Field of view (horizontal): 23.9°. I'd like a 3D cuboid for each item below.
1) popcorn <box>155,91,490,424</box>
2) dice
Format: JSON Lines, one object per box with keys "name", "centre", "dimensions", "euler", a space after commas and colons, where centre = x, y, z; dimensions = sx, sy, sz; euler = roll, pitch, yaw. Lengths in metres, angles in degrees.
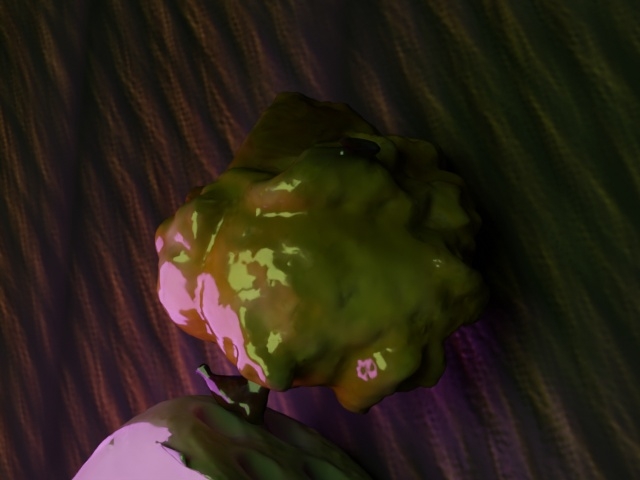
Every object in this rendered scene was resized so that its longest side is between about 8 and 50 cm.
{"name": "popcorn", "centre": [0.000, 0.000, 1.343], "dimensions": [0.281, 0.297, 0.316], "euler": [114, 149, -48]}
{"name": "dice", "centre": [-0.085, 0.305, 1.354], "dimensions": [0.252, 0.254, 0.250], "euler": [42, 107, 38]}
